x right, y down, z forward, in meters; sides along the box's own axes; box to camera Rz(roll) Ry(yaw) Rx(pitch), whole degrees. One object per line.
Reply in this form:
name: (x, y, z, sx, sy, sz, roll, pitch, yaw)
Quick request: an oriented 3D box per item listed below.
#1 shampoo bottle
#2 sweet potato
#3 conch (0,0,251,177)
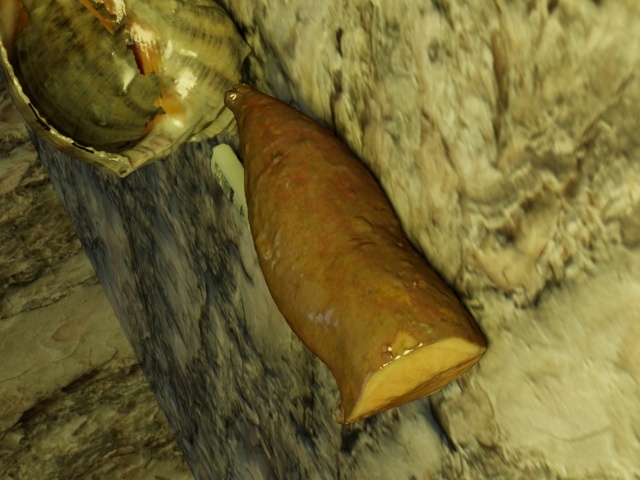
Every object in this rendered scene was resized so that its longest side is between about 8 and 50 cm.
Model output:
shampoo bottle: (-0.078, -0.042, 1.355, 0.141, 0.034, 0.049, 57, 153, 28)
sweet potato: (0.003, -0.001, 1.019, 0.337, 0.131, 0.131, 57, 160, 33)
conch: (-0.202, -0.168, 1.185, 0.291, 0.210, 0.159, 30, 166, -20)
